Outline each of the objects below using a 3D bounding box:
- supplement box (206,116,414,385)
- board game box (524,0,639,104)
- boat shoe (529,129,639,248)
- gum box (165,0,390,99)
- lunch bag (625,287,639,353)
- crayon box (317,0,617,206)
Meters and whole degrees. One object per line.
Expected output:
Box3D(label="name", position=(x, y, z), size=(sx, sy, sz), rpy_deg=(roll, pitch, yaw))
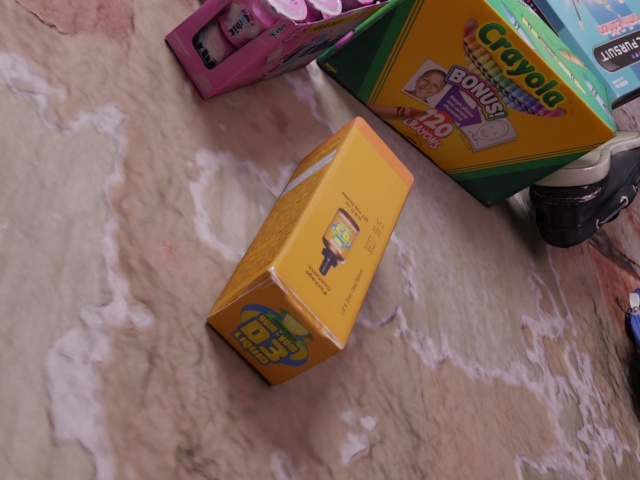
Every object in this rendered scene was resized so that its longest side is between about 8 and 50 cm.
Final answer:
Box3D(label="supplement box", position=(0.000, 0.000, 0.724), size=(0.078, 0.080, 0.233), rpy_deg=(48, 33, -14))
Box3D(label="board game box", position=(0.343, -0.339, 1.330), size=(0.254, 0.079, 0.336), rpy_deg=(-26, 79, -45))
Box3D(label="boat shoe", position=(0.336, -0.069, 1.190), size=(0.340, 0.127, 0.113), rpy_deg=(-35, 122, -64))
Box3D(label="gum box", position=(-0.033, -0.185, 0.800), size=(0.062, 0.107, 0.188), rpy_deg=(58, 33, -2))
Box3D(label="lunch bag", position=(0.473, 0.173, 1.136), size=(0.303, 0.115, 0.243), rpy_deg=(57, 22, -2))
Box3D(label="crayon box", position=(0.152, -0.167, 0.973), size=(0.278, 0.165, 0.081), rpy_deg=(35, 40, -31))
